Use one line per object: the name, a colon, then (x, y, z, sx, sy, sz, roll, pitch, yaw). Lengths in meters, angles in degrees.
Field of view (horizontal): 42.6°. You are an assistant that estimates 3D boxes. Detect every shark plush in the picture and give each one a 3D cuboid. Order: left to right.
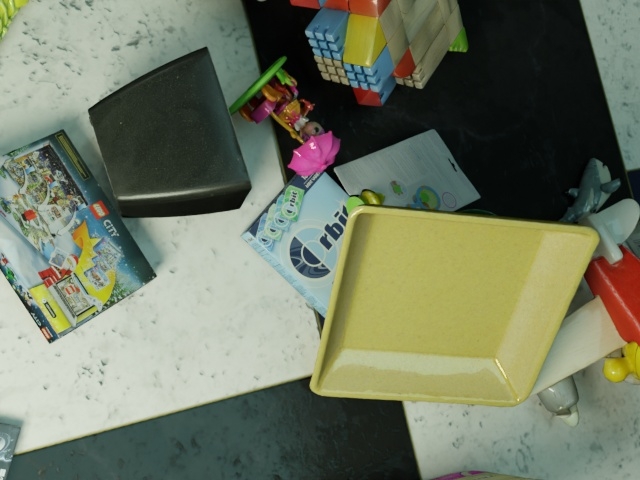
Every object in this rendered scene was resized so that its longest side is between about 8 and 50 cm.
shark plush: (0.449, -0.069, 1.427, 0.067, 0.073, 0.161, 42, 87, 10)

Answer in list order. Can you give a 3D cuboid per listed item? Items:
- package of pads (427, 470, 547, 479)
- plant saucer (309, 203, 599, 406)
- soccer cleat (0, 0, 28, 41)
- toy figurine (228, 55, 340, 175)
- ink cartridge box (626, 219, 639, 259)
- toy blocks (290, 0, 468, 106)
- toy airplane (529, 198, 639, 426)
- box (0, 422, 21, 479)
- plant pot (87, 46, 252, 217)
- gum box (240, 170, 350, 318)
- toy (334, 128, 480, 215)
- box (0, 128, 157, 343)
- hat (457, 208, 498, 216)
package of pads: (0.164, 0.388, 1.107, 0.296, 0.229, 0.101, -7, 83, -24)
plant saucer: (0.169, 0.083, 1.144, 0.332, 0.333, 0.081, 5, 35, -10)
soccer cleat: (-0.421, -0.330, 1.074, 0.121, 0.093, 0.289, 12, 76, -27)
toy figurine: (-0.040, -0.168, 1.182, 0.159, 0.130, 0.173, 46, 25, -13)
ink cartridge box: (0.676, -0.002, 1.494, 0.224, 0.056, 0.181, -39, 96, -22)
toy blocks: (0.084, -0.336, 1.190, 0.261, 0.190, 0.381, -57, 147, -21)
toy airplane: (0.500, 0.133, 1.309, 0.386, 0.272, 0.384, 10, 60, 16)
box: (-0.412, 0.262, 1.003, 0.067, 0.018, 0.083, 18, 73, -18)
plant pot: (-0.204, -0.119, 1.084, 0.167, 0.187, 0.188, -18, 87, -12)
gum box: (0.000, 0.000, 1.214, 0.184, 0.041, 0.157, 44, 66, -10)
toy: (0.127, -0.077, 1.263, 0.237, 0.056, 0.137, -24, 78, -42)
box: (-0.338, -0.008, 1.051, 0.159, 0.044, 0.233, -35, 95, -40)
hat: (0.263, 0.017, 1.233, 0.208, 0.183, 0.173, -32, 85, -21)
